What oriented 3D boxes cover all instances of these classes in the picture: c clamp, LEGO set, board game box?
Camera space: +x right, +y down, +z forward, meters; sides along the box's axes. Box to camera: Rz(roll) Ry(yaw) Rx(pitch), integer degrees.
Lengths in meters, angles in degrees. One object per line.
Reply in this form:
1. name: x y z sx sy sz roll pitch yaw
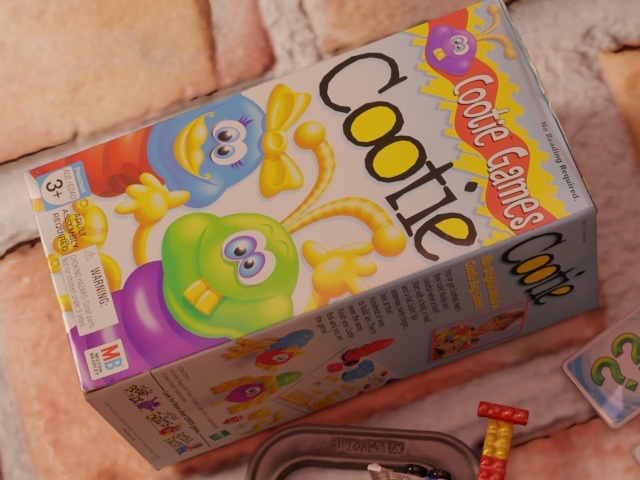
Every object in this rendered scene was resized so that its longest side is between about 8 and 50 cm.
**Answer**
1. c clamp: 0.030 0.168 0.901 0.161 0.022 0.137 8 72 11
2. LEGO set: 0.147 0.152 0.862 0.244 0.060 0.182 -33 69 -10
3. board game box: 0.000 0.000 0.899 0.275 0.144 0.142 -20 65 1
